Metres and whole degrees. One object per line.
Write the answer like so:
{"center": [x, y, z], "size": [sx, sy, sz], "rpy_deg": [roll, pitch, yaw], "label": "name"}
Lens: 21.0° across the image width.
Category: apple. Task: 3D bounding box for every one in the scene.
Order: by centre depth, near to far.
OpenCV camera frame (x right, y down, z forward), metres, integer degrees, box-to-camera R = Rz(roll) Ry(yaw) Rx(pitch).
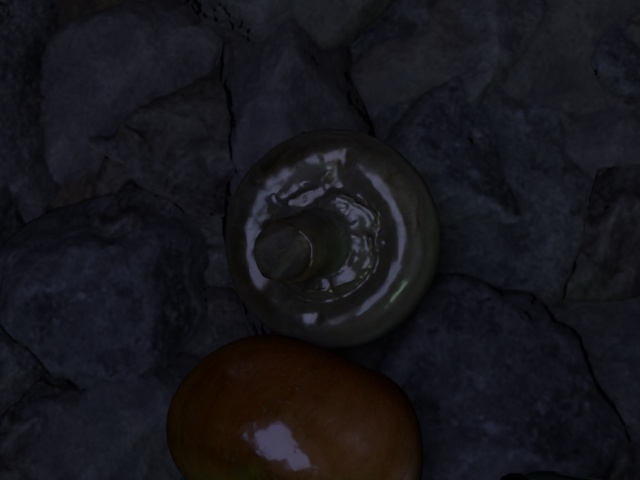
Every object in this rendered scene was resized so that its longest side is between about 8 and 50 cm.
{"center": [-0.018, 0.181, 1.565], "size": [0.235, 0.210, 0.173], "rpy_deg": [36, 73, -10], "label": "apple"}

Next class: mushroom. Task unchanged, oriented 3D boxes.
{"center": [0.000, 0.000, 1.578], "size": [0.207, 0.215, 0.207], "rpy_deg": [1, 93, 19], "label": "mushroom"}

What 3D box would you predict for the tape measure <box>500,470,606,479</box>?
{"center": [0.242, 0.263, 1.479], "size": [0.235, 0.207, 0.115], "rpy_deg": [8, 88, 15], "label": "tape measure"}
